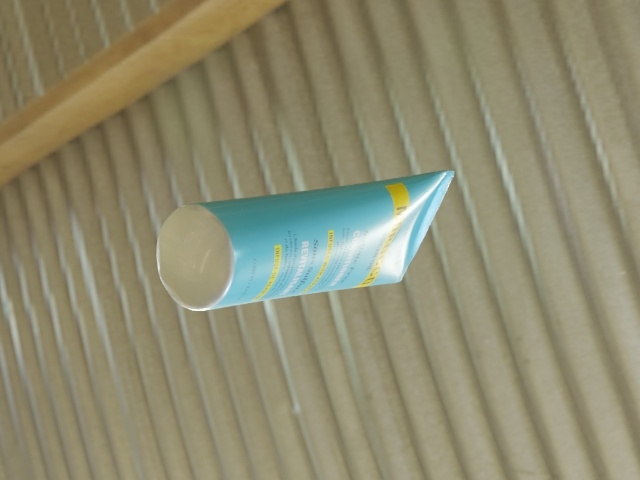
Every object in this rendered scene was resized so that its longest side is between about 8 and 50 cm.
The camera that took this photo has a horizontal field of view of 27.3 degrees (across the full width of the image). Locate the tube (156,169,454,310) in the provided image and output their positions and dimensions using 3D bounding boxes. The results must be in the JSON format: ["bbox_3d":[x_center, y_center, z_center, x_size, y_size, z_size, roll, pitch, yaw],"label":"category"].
[{"bbox_3d":[0.000,0.000,0.724,0.052,0.207,0.080,43,-61,26],"label":"tube"}]
